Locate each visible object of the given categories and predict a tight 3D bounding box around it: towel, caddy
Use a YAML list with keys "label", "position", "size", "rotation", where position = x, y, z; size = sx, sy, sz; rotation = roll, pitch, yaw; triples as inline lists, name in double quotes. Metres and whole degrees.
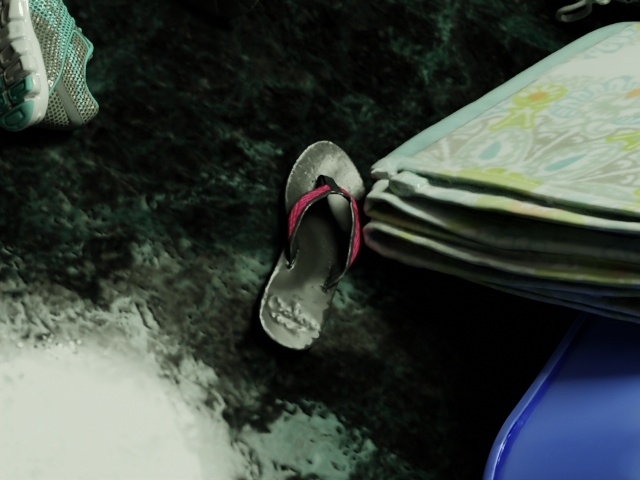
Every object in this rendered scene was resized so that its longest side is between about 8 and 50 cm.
- label: "towel"
  position: [0.255, -0.063, 1.405]
  size: [0.374, 0.320, 0.090]
  rotation: [-32, 120, -36]
- label: "caddy"
  position: [0.239, 0.173, 1.325]
  size: [0.241, 0.179, 0.341]
  rotation: [56, 48, -18]

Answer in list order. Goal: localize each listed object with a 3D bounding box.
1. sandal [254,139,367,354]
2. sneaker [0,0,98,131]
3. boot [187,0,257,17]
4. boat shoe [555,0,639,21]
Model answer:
- label: "sandal"
  position: [0.000, 0.000, 1.388]
  size: [0.067, 0.040, 0.179]
  rotation: [24, 53, -12]
- label: "sneaker"
  position: [-0.196, -0.144, 1.373]
  size: [0.076, 0.065, 0.166]
  rotation: [14, 57, -40]
- label: "boot"
  position: [-0.113, -0.296, 1.487]
  size: [0.236, 0.085, 0.179]
  rotation: [39, 48, -9]
- label: "boat shoe"
  position: [0.232, -0.240, 1.615]
  size: [0.306, 0.113, 0.105]
  rotation: [29, 58, -6]
